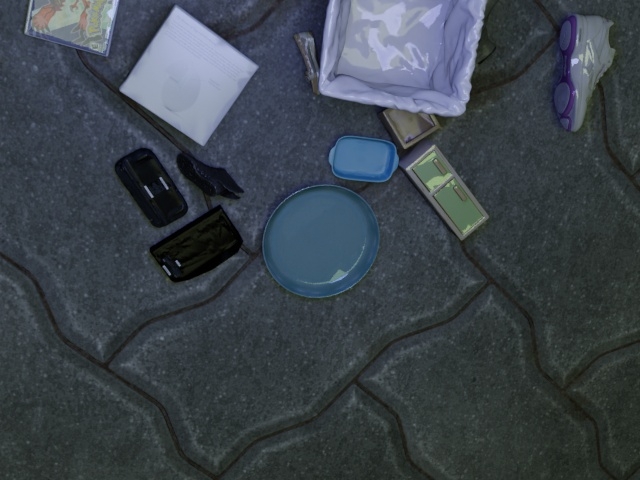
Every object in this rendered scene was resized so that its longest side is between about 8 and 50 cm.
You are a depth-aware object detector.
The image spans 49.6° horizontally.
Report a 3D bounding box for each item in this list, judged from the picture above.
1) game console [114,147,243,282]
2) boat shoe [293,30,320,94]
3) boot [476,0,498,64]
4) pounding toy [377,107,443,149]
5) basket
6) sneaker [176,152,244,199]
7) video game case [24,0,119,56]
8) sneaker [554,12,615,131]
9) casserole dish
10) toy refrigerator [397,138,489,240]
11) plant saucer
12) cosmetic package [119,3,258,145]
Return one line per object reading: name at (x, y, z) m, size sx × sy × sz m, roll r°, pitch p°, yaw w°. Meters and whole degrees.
game console at (-0.364, -0.071, 1.733) m, size 0.213 × 0.044 × 0.361 m, roll -32°, pitch 114°, yaw -3°
boat shoe at (-0.029, -0.428, 1.679) m, size 0.048 × 0.056 × 0.153 m, roll -10°, pitch 110°, yaw 1°
boot at (0.401, -0.542, 1.735) m, size 0.246 × 0.083 × 0.161 m, roll -34°, pitch 120°, yaw 7°
pounding toy at (0.240, -0.306, 1.772) m, size 0.141 × 0.100 × 0.130 m, roll -32°, pitch 99°, yaw -3°
basket at (0.174, -0.463, 1.555) m, size 0.328 × 0.266 × 0.331 m, roll 9°, pitch 102°, yaw -1°
sneaker at (-0.273, -0.160, 1.715) m, size 0.170 × 0.089 × 0.051 m, roll 44°, pitch 124°, yaw 10°
video game case at (-0.544, -0.532, 1.535) m, size 0.183 × 0.023 × 0.201 m, roll 12°, pitch 106°, yaw -17°
sneaker at (0.702, -0.436, 1.813) m, size 0.152 × 0.114 × 0.305 m, roll -4°, pitch 110°, yaw -11°
casserole dish at (0.109, -0.214, 1.796) m, size 0.188 × 0.037 × 0.114 m, roll 4°, pitch 108°, yaw -15°
toy refrigerator at (0.328, -0.134, 1.845) m, size 0.102 × 0.094 × 0.269 m, roll -40°, pitch 112°, yaw 3°
plant saucer at (0.000, 0.000, 1.843) m, size 0.317 × 0.044 × 0.317 m, roll -4°, pitch 110°, yaw -12°
cosmetic package at (-0.300, -0.380, 1.584) m, size 0.224 × 0.138 × 0.224 m, roll 34°, pitch 100°, yaw -21°
